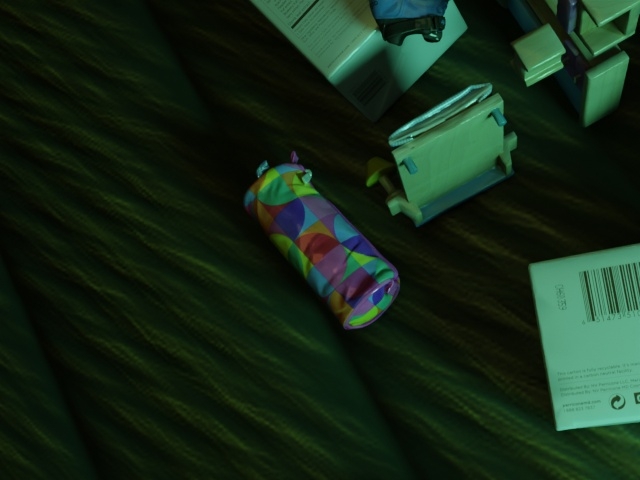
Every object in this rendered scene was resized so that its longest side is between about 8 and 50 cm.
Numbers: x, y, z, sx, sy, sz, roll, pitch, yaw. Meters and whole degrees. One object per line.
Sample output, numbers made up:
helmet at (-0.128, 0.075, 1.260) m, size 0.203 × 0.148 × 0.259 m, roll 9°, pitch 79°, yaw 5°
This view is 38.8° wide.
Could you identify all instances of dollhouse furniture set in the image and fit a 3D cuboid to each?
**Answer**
dollhouse furniture set at (0.152, -0.192, 1.004) m, size 0.303 × 0.286 × 0.198 m, roll -30°, pitch 70°, yaw 3°

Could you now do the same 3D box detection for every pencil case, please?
pencil case at (0.000, 0.000, 1.139) m, size 0.104 × 0.104 × 0.236 m, roll -44°, pitch 69°, yaw 10°

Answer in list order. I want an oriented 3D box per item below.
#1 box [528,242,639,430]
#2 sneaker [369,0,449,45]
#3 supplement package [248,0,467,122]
box at (0.331, 0.102, 0.967) m, size 0.181 × 0.119 × 0.181 m, roll -12°, pitch 77°, yaw 20°
sneaker at (0.131, -0.259, 0.977) m, size 0.152 × 0.058 × 0.084 m, roll -18°, pitch 94°, yaw 8°
supplement package at (0.009, -0.325, 1.146) m, size 0.175 × 0.177 × 0.293 m, roll -45°, pitch 67°, yaw 8°
